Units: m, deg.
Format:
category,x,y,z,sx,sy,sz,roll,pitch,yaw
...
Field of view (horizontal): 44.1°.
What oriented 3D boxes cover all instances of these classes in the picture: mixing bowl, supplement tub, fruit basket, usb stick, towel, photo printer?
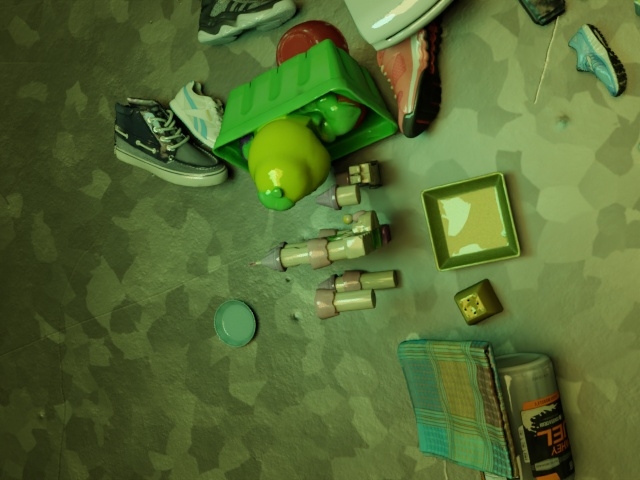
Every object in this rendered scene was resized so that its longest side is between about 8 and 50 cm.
category,x,y,z,sx,sy,sz,roll,pitch,yaw
mixing bowl,-0.036,-0.431,1.844,0.182,0.098,0.181,2,95,24
supplement tub,0.415,0.405,1.645,0.194,0.193,0.315,-12,89,24
fruit basket,-0.042,-0.208,1.724,0.392,0.283,0.392,-13,67,33
usb stick,0.415,-0.580,1.667,0.077,0.045,0.278,-34,80,15
towel,0.275,0.340,1.650,0.040,0.370,0.271,-12,87,-20
photo printer,0.161,-0.565,1.681,0.256,0.107,0.307,-34,52,22

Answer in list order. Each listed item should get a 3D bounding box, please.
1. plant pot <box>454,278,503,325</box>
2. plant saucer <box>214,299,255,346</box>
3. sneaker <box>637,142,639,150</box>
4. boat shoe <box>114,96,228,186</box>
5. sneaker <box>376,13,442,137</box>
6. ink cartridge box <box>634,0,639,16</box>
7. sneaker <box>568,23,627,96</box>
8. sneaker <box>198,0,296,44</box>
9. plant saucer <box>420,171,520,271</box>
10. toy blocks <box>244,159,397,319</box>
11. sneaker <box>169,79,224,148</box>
category,x,y,z,sx,sy,sz,roll,pitch,yaw
plant pot,0.338,0.139,1.722,0.081,0.083,0.081,-30,81,23
plant saucer,-0.213,0.209,2.002,0.119,0.021,0.119,2,94,23
sneaker,0.704,-0.218,1.555,0.158,0.061,0.065,-39,84,21
boat shoe,-0.382,-0.250,1.970,0.341,0.127,0.158,18,124,22
sneaker,0.189,-0.380,1.758,0.136,0.116,0.313,3,87,34
ink cartridge box,0.707,-0.416,1.512,0.209,0.109,0.062,40,108,16
sneaker,0.565,-0.360,1.616,0.073,0.063,0.162,-36,74,39
sneaker,-0.191,-0.575,1.900,0.269,0.101,0.153,-11,91,26
plant saucer,0.331,-0.040,1.735,0.188,0.045,0.188,-13,88,23
toy blocks,0.000,0.000,1.745,0.260,0.288,0.308,-8,95,19
sneaker,-0.276,-0.302,1.964,0.228,0.087,0.092,45,107,13
